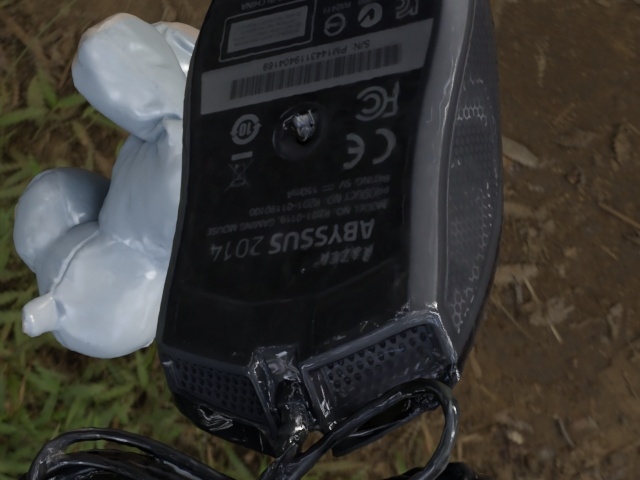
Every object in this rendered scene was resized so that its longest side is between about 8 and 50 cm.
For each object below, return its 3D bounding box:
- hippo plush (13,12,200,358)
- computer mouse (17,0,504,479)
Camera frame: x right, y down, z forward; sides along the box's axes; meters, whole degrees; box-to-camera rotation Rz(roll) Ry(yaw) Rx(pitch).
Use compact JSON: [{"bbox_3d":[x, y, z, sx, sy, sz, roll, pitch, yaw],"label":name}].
[{"bbox_3d":[-0.117,-0.012,1.026,0.234,0.294,0.236,10,126,-51],"label":"hippo plush"},{"bbox_3d":[0.000,0.000,0.452,0.188,0.272,0.072,-4,154,32],"label":"computer mouse"}]
